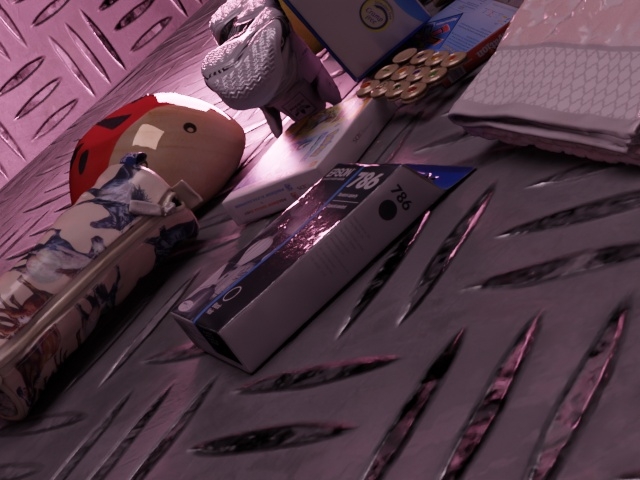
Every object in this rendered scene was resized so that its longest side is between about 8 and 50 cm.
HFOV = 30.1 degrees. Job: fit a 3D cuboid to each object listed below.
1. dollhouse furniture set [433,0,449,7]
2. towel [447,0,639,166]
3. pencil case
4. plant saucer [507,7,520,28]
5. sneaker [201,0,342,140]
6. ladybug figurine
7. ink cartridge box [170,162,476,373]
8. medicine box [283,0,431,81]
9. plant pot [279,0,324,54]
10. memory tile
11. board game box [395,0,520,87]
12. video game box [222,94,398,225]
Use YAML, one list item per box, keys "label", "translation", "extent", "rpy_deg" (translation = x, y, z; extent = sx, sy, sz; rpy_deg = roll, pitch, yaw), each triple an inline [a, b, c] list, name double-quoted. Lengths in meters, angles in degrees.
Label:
- label: "dollhouse furniture set"
  translation: [0.142, -0.472, 1.950]
  extent: [0.161, 0.212, 0.242]
  rpy_deg: [-33, -7, 8]
- label: "towel"
  translation: [0.293, -0.225, 1.153]
  extent: [0.317, 0.053, 0.332]
  rpy_deg: [-56, 26, -6]
- label: "pencil case"
  translation: [-0.335, 0.061, 1.576]
  extent: [0.410, 0.160, 0.183]
  rpy_deg: [-49, 8, -34]
- label: "plant saucer"
  translation: [0.272, -0.281, 1.504]
  extent: [0.083, 0.015, 0.083]
  rpy_deg: [-22, 39, 19]
- label: "sneaker"
  translation: [-0.060, -0.232, 1.730]
  extent: [0.137, 0.210, 0.366]
  rpy_deg: [-33, 26, 12]
- label: "ladybug figurine"
  translation: [-0.290, -0.131, 1.951]
  extent: [0.305, 0.162, 0.449]
  rpy_deg: [-43, 19, -18]
- label: "ink cartridge box"
  translation: [0.000, 0.000, 1.280]
  extent: [0.333, 0.065, 0.165]
  rpy_deg: [-41, 18, -17]
- label: "medicine box"
  translation: [0.018, -0.390, 1.791]
  extent: [0.149, 0.263, 0.289]
  rpy_deg: [-41, 8, 8]
- label: "plant pot"
  translation: [0.008, -0.494, 2.198]
  extent: [0.293, 0.275, 0.275]
  rpy_deg: [-54, 20, -3]
- label: "memory tile"
  translation: [0.118, -0.218, 1.561]
  extent: [0.113, 0.012, 0.148]
  rpy_deg: [-39, 25, -19]
- label: "board game box"
  translation: [0.195, -0.289, 1.682]
  extent: [0.145, 0.027, 0.281]
  rpy_deg: [-35, 19, 3]
- label: "video game box"
  translation: [-0.014, -0.115, 1.605]
  extent: [0.187, 0.048, 0.205]
  rpy_deg: [-15, 27, 42]
